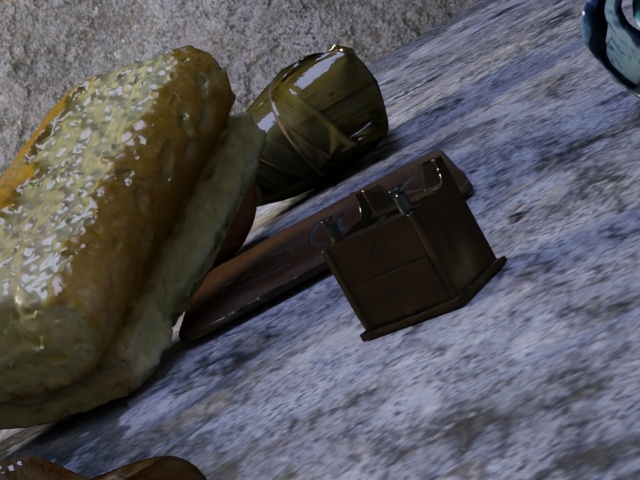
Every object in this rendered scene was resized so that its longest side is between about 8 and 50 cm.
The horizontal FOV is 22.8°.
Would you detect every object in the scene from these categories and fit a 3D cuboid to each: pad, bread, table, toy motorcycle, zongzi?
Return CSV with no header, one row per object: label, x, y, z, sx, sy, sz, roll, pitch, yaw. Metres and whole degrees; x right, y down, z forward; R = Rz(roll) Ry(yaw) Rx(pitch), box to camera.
pad,0.000,0.000,1.453,0.284,0.018,0.286,-28,8,3
bread,-0.212,0.002,1.421,0.236,0.165,0.375,-17,31,29
table,0.055,0.004,1.018,0.083,0.082,0.070,-23,9,39
toy motorcycle,0.307,-0.200,1.251,0.206,0.154,0.260,-51,-11,29
zongzi,-0.056,-0.116,1.972,0.300,0.145,0.274,-35,4,4

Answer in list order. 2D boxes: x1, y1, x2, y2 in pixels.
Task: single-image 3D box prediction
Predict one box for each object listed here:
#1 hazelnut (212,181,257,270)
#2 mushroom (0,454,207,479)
hazelnut,-0.173,-0.039,1.704,0.214,0.176,0.214,-8,8,1
mushroom,-0.108,0.142,0.736,0.126,0.085,0.109,-26,-26,37
